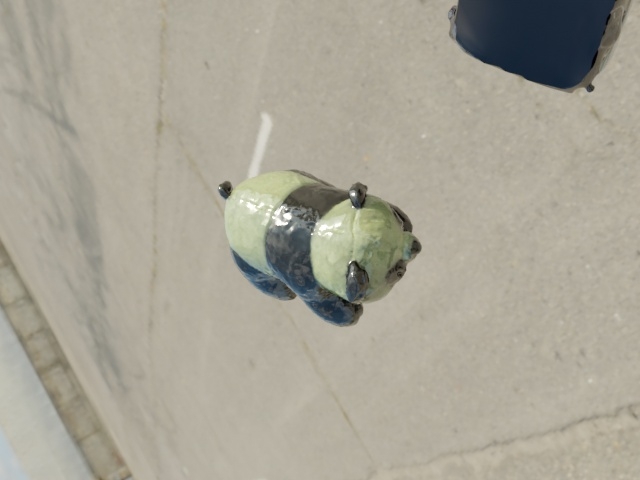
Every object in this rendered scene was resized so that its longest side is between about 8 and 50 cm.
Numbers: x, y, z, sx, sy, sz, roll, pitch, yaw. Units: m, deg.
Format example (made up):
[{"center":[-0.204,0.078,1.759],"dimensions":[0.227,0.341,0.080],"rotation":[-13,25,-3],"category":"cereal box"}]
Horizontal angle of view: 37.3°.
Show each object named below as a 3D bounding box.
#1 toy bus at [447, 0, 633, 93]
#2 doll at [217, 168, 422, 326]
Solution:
[{"center":[0.266,-0.357,0.924],"dimensions":[0.171,0.162,0.386],"rotation":[25,124,16],"category":"toy bus"},{"center":[-0.002,0.001,0.984],"dimensions":[0.234,0.143,0.135],"rotation":[22,172,39],"category":"doll"}]
